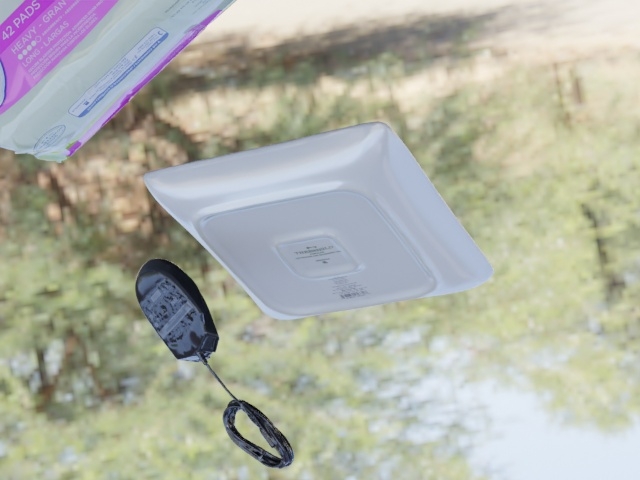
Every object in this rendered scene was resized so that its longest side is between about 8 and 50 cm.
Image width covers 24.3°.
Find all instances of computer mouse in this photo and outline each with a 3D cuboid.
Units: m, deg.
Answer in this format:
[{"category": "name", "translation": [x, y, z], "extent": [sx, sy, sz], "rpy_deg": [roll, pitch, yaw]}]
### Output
[{"category": "computer mouse", "translation": [-0.097, 0.117, 1.432], "extent": [0.041, 0.242, 0.071], "rpy_deg": [-26, 168, -49]}]

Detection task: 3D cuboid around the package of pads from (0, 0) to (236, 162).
[{"category": "package of pads", "translation": [-0.214, -0.228, 1.054], "extent": [0.229, 0.296, 0.101], "rpy_deg": [-41, 168, 13]}]

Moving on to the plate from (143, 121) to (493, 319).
[{"category": "plate", "translation": [0.000, 0.000, 1.508], "extent": [0.277, 0.045, 0.278], "rpy_deg": [-11, 142, 26]}]
